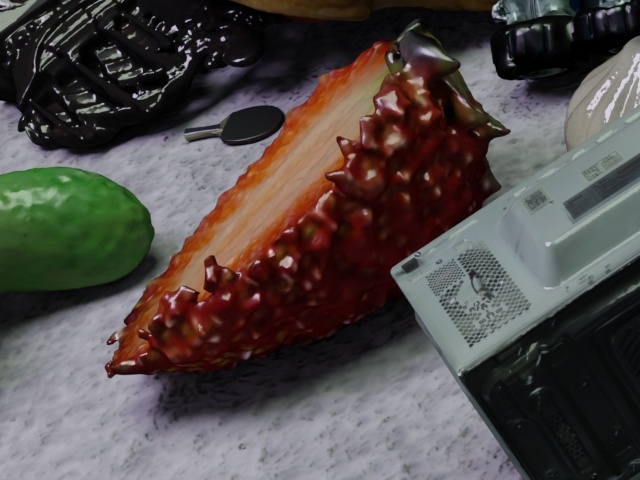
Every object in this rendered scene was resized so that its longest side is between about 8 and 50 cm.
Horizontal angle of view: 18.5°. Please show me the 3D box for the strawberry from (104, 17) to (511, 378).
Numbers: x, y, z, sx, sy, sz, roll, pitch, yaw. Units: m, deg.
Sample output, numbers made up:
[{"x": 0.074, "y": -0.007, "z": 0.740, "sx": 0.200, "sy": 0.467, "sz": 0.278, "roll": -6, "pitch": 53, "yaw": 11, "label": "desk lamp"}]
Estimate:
[{"x": 0.000, "y": 0.000, "z": 1.307, "sx": 0.306, "sy": 0.137, "sz": 0.233, "roll": -47, "pitch": 12, "yaw": 6, "label": "strawberry"}]

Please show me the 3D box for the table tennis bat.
[{"x": -0.069, "y": -0.090, "z": 1.564, "sx": 0.083, "sy": 0.007, "sz": 0.050, "roll": -9, "pitch": 34, "yaw": 17, "label": "table tennis bat"}]

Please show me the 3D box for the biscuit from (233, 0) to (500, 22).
[{"x": 0.015, "y": -0.258, "z": 1.616, "sx": 0.381, "sy": 0.074, "sz": 0.359, "roll": 25, "pitch": 34, "yaw": 26, "label": "biscuit"}]

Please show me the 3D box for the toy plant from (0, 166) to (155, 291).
[{"x": -0.344, "y": 0.002, "z": 1.413, "sx": 0.317, "sy": 0.211, "sz": 0.356, "roll": 10, "pitch": 31, "yaw": 43, "label": "toy plant"}]

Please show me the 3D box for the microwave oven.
[{"x": 0.170, "y": 0.034, "z": 1.065, "sx": 0.208, "sy": 0.162, "sz": 0.122, "roll": -34, "pitch": 34, "yaw": 1, "label": "microwave oven"}]

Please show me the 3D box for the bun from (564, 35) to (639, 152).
[{"x": 0.225, "y": -0.096, "z": 1.318, "sx": 0.138, "sy": 0.094, "sz": 0.138, "roll": -19, "pitch": 31, "yaw": 12, "label": "bun"}]

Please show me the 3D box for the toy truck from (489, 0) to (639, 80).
[{"x": 0.223, "y": -0.186, "z": 1.423, "sx": 0.208, "sy": 0.113, "sz": 0.126, "roll": -11, "pitch": -7, "yaw": 41, "label": "toy truck"}]

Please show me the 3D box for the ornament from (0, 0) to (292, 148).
[{"x": -0.147, "y": -0.163, "z": 1.650, "sx": 0.251, "sy": 0.106, "sz": 0.260, "roll": -38, "pitch": 43, "yaw": -12, "label": "ornament"}]
